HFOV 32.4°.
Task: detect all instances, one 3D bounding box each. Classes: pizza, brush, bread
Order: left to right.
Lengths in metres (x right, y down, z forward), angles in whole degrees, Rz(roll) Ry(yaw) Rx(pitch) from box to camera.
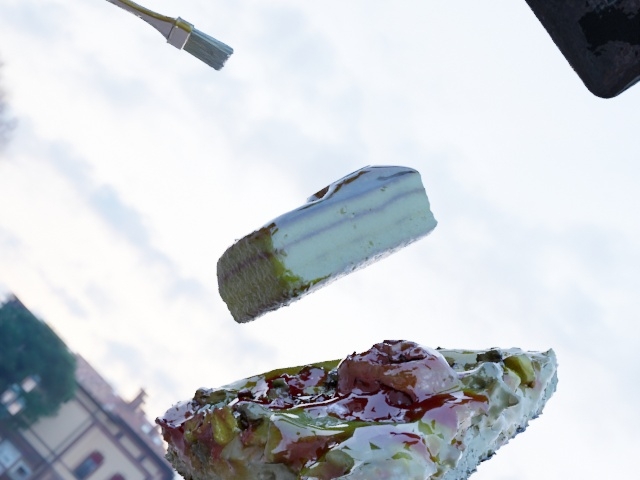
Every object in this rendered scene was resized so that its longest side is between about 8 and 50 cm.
[{"bbox_3d":[-0.225,-0.267,1.243,0.272,0.013,0.103,27,-9,-11],"label":"brush"},{"bbox_3d":[0.000,0.000,1.342,0.184,0.234,0.110,-29,-92,59],"label":"bread"},{"bbox_3d":[0.048,0.175,1.054,0.406,0.440,0.130,-112,-168,-83],"label":"pizza"}]

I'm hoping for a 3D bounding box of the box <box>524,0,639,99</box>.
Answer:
[{"bbox_3d":[0.436,-0.387,1.590,0.289,0.073,0.290,-37,-91,38],"label":"box"}]
